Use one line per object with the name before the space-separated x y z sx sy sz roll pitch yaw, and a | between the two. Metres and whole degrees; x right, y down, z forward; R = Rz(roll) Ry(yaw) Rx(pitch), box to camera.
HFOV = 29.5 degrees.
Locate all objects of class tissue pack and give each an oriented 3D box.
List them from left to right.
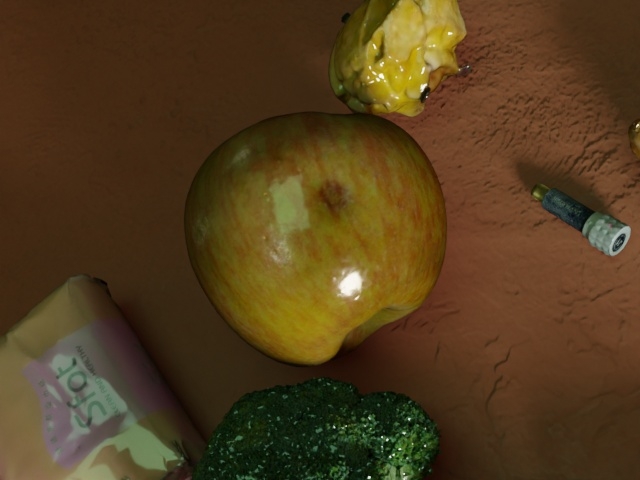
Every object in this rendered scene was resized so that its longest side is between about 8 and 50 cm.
tissue pack | -0.265 0.199 1.318 0.215 0.123 0.257 -38 68 4

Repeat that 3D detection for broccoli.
broccoli | -0.004 0.247 1.151 0.269 0.261 0.241 -40 99 8

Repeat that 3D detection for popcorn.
popcorn | 0.084 -0.207 1.315 0.152 0.148 0.167 37 98 8

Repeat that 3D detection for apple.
apple | 0.000 0.000 1.213 0.264 0.264 0.264 -8 68 20

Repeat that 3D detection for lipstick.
lipstick | 0.258 -0.028 1.233 0.116 0.037 0.037 37 87 33

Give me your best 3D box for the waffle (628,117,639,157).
waffle | 0.451 -0.034 1.120 0.213 0.091 0.308 -32 61 9
